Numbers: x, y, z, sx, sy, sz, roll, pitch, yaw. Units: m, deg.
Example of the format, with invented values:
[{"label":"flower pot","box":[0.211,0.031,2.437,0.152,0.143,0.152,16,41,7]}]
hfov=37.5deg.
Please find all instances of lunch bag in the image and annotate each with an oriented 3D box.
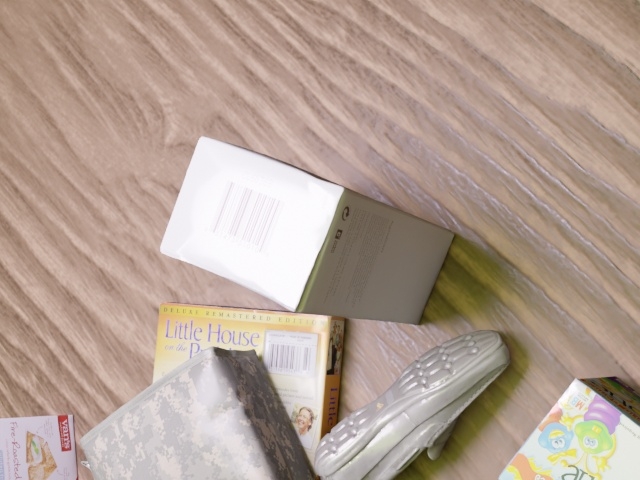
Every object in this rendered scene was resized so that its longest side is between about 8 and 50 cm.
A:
[{"label":"lunch bag","box":[-0.184,0.321,1.324,0.287,0.169,0.235,-33,71,14]}]

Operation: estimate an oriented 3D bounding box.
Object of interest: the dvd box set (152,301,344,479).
[{"label":"dvd box set","box":[-0.126,0.311,1.425,0.307,0.062,0.421,2,84,26]}]

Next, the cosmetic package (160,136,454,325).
[{"label":"cosmetic package","box":[0.000,0.000,1.228,0.217,0.385,0.156,22,92,29]}]

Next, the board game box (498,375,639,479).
[{"label":"board game box","box":[0.335,0.255,1.092,0.144,0.275,0.142,39,100,24]}]

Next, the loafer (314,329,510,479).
[{"label":"loafer","box":[0.136,0.245,1.296,0.319,0.112,0.111,-39,105,12]}]

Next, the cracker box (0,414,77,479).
[{"label":"cracker box","box":[-0.485,0.361,1.495,0.067,0.232,0.156,-13,78,22]}]
